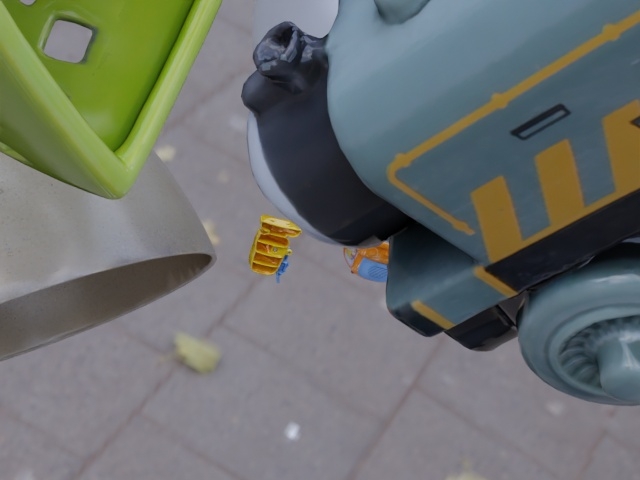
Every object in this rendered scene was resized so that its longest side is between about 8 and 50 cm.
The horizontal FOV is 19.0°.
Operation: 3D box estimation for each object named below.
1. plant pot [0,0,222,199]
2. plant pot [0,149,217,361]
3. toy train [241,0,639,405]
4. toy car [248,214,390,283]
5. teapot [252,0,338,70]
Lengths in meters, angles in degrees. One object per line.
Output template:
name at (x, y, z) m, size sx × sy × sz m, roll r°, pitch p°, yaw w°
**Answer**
plant pot at (-0.177, -0.183, 0.981) m, size 0.207 × 0.227 × 0.228 m, roll 16°, pitch 72°, yaw 19°
plant pot at (-0.241, -0.026, 1.376) m, size 0.284 × 0.284 × 0.191 m, roll -13°, pitch 79°, yaw -48°
toy train at (0.127, -0.066, 0.588) m, size 0.190 × 0.334 × 0.142 m, roll 33°, pitch 47°, yaw -30°
toy car at (0.000, 0.000, 1.020) m, size 0.122 × 0.041 × 0.060 m, roll 5°, pitch 27°, yaw -37°
teapot at (0.090, -0.138, 1.360) m, size 0.256 × 0.187 × 0.253 m, roll 30°, pitch 59°, yaw -43°
